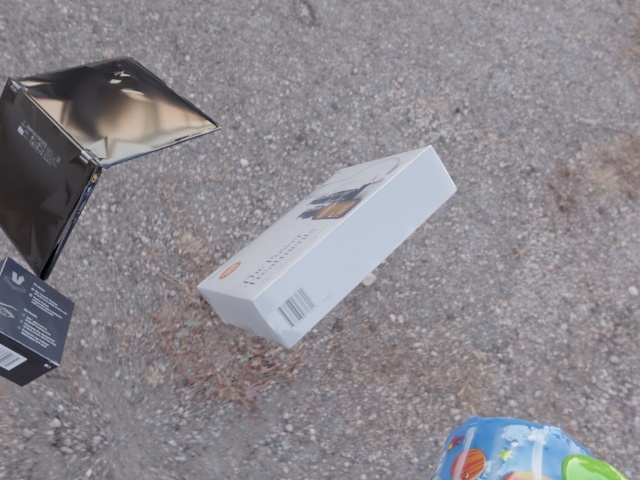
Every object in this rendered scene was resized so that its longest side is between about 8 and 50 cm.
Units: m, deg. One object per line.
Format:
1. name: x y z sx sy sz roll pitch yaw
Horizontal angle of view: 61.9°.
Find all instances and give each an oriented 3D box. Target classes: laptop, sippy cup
1. laptop: -0.495 -0.183 1.142 0.382 0.407 0.236 39 15 28
2. sippy cup: 0.186 0.308 0.521 0.240 0.306 0.224 46 44 -17

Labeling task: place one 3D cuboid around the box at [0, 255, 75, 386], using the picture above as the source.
1. box: -0.532 0.141 0.931 0.156 0.093 0.158 51 15 -38

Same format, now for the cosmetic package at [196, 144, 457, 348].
1. cosmetic package: 0.000 0.000 0.891 0.377 0.284 0.097 -41 105 -22
